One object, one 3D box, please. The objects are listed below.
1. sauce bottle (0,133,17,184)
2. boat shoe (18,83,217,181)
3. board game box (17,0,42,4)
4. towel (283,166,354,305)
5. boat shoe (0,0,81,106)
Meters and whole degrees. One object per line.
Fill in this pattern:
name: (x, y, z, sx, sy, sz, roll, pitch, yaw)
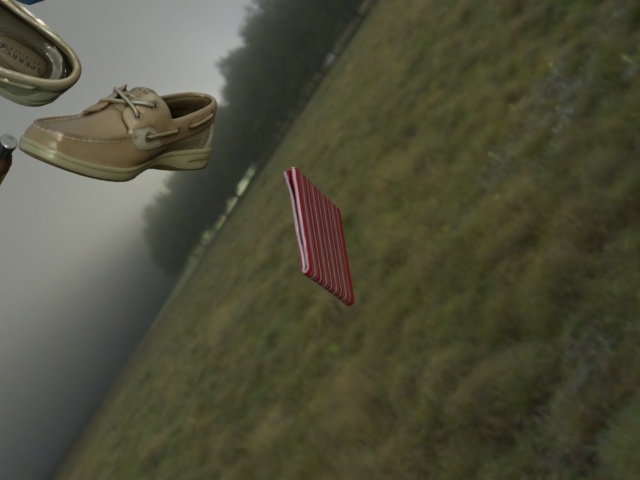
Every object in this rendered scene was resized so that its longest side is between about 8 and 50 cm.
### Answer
sauce bottle: (-0.475, -0.110, 1.506, 0.128, 0.042, 0.042, -42, 15, 42)
boat shoe: (-0.255, -0.152, 1.341, 0.341, 0.122, 0.110, -16, -52, -63)
board game box: (-0.288, -0.332, 1.100, 0.169, 0.033, 0.133, -23, -45, -17)
towel: (0.000, 0.000, 1.829, 0.275, 0.031, 0.198, 40, -142, -67)
boat shoe: (-0.370, -0.227, 0.981, 0.098, 0.302, 0.109, 1, 64, 62)
